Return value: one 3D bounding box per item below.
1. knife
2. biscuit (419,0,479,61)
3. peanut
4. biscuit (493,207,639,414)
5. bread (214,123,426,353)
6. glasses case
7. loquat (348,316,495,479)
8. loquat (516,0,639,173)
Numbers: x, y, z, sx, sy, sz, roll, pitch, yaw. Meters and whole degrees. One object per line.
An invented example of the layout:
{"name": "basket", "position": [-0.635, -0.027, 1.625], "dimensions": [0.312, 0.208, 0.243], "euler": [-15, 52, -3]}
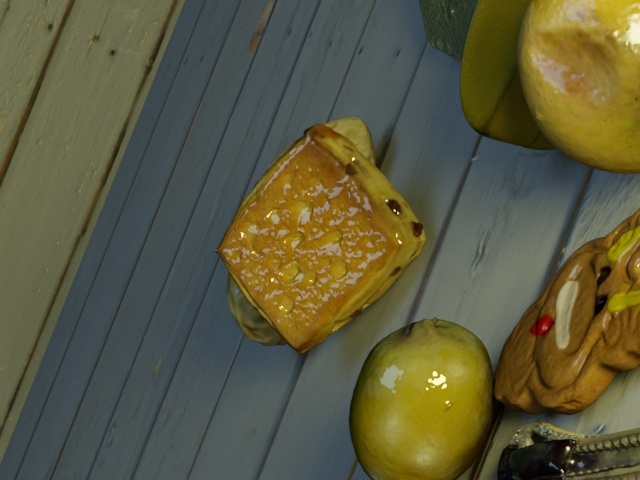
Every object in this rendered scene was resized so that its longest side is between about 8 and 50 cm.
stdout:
{"name": "knife", "position": [0.244, 0.176, 1.333], "dimensions": [0.365, 0.043, 0.089], "euler": [-24, 45, 62]}
{"name": "biscuit", "position": [0.170, -0.301, 1.941], "dimensions": [0.252, 0.052, 0.150], "euler": [-129, 41, -68]}
{"name": "peanut", "position": [-0.024, -0.018, 2.089], "dimensions": [0.325, 0.140, 0.153], "euler": [-65, 24, -1]}
{"name": "biscuit", "position": [0.245, 0.067, 1.429], "dimensions": [0.295, 0.044, 0.186], "euler": [-46, 21, 46]}
{"name": "bread", "position": [0.000, 0.000, 1.938], "dimensions": [0.235, 0.099, 0.210], "euler": [-48, 71, 23]}
{"name": "glasses case", "position": [0.262, -0.264, 1.567], "dimensions": [0.173, 0.141, 0.371], "euler": [-103, 29, -48]}
{"name": "loquat", "position": [0.099, 0.169, 1.565], "dimensions": [0.152, 0.152, 0.195], "euler": [-121, 35, -66]}
{"name": "loquat", "position": [0.272, -0.163, 1.398], "dimensions": [0.213, 0.213, 0.213], "euler": [-52, 25, 37]}
